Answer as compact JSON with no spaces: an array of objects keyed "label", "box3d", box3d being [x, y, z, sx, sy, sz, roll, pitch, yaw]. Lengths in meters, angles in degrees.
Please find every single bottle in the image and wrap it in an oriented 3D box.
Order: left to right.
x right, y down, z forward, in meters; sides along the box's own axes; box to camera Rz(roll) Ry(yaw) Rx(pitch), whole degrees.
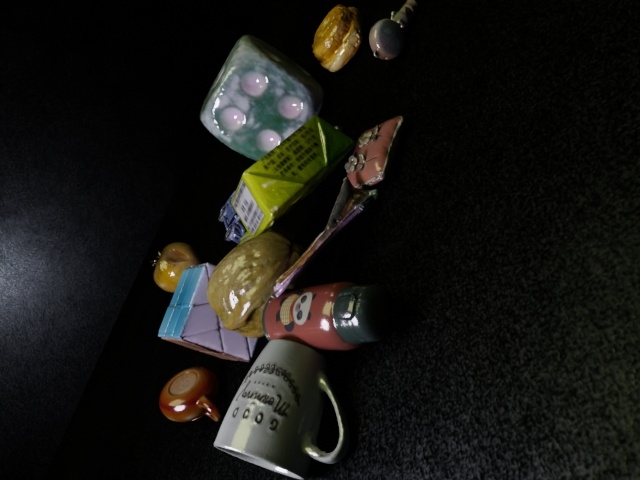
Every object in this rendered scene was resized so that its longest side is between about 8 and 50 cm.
[{"label":"bottle","box3d":[0.019,0.155,1.055,0.336,0.144,0.144,-17,52,52]}]

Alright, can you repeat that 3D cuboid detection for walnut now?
[{"label":"walnut","box3d":[-0.154,0.111,1.301,0.283,0.227,0.283,-48,17,20]}]

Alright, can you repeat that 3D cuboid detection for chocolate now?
[{"label":"chocolate","box3d":[-0.087,-0.159,1.335,0.289,0.137,0.301,-43,2,-20]}]

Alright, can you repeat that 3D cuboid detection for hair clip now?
[{"label":"hair clip","box3d":[-0.001,0.000,1.181,0.110,0.095,0.358,17,62,46]}]

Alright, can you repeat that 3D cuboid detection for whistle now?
[{"label":"whistle","box3d":[0.204,-0.591,1.438,0.220,0.107,0.057,-57,28,-16]}]

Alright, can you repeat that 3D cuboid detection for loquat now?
[{"label":"loquat","box3d":[-0.590,0.109,2.116,0.213,0.213,0.213,-42,34,37]}]

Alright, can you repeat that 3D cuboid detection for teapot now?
[{"label":"teapot","box3d":[-0.359,0.464,1.490,0.252,0.135,0.178,13,47,45]}]

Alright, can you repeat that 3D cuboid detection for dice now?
[{"label":"dice","box3d":[-0.205,-0.493,1.822,0.328,0.348,0.330,-52,23,22]}]

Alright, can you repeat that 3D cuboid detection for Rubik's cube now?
[{"label":"Rubik's cube","box3d":[-0.304,0.209,1.489,0.225,0.221,0.231,-15,53,57]}]

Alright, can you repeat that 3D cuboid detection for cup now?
[{"label":"cup","box3d":[-0.049,0.334,1.012,0.258,0.186,0.234,6,60,31]}]

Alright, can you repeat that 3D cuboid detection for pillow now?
[{"label":"pillow","box3d":[0.125,-0.214,1.259,0.171,0.075,0.179,-14,53,59]}]

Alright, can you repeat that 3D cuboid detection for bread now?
[{"label":"bread","box3d":[0.061,-0.692,1.752,0.198,0.120,0.236,-45,32,37]}]

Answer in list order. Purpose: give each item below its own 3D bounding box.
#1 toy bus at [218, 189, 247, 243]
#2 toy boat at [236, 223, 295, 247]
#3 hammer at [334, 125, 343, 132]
[{"label":"toy bus","box3d":[-0.257,-0.069,1.762,0.133,0.126,0.292,-58,26,11]},{"label":"toy boat","box3d":[-0.171,0.010,1.552,0.276,0.111,0.084,-25,43,52]},{"label":"hammer","box3d":[-0.013,-0.249,1.595,0.246,0.029,0.103,-37,36,44]}]
